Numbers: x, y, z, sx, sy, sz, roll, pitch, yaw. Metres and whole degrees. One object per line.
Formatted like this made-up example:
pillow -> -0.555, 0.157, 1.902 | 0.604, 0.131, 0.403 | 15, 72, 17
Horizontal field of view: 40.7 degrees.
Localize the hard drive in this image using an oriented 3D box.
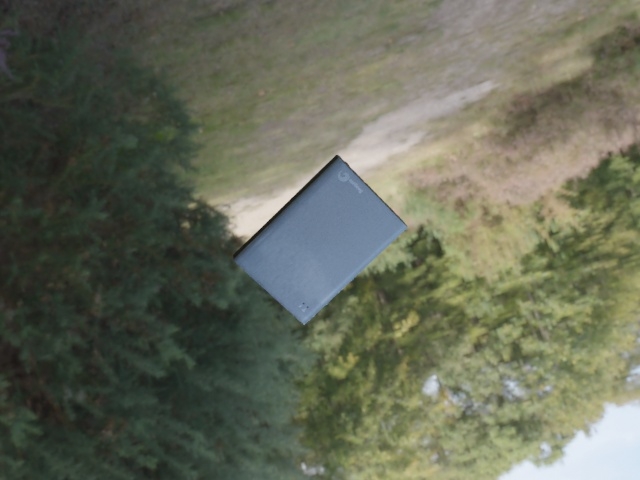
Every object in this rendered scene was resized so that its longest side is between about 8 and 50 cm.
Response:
hard drive -> 0.000, 0.000, 0.796 | 0.135, 0.094, 0.022 | -44, -162, 7
